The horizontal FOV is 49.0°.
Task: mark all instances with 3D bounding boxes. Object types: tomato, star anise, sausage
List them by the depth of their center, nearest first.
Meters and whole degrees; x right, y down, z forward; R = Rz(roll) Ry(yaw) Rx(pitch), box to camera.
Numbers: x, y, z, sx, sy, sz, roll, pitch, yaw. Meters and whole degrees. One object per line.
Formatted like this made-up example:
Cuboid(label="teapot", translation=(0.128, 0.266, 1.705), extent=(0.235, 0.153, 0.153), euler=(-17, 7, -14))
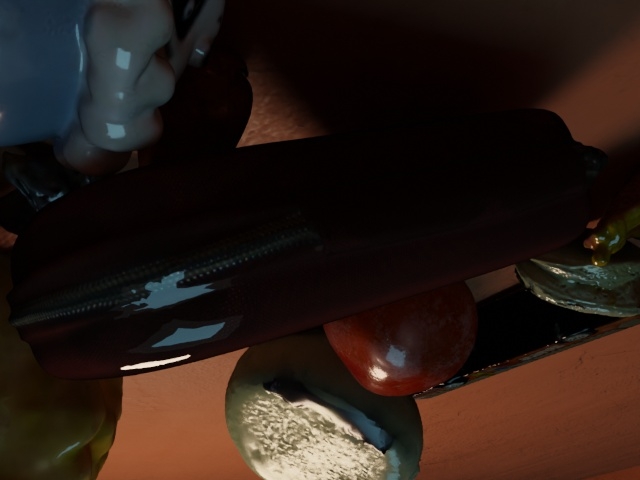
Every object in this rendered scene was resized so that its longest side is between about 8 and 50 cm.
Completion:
Cuboid(label="sausage", translation=(-0.092, -0.081, 0.504), extent=(0.076, 0.076, 0.141), euler=(7, 152, -22))
Cuboid(label="star anise", translation=(-0.207, -0.015, 0.627), extent=(0.171, 0.063, 0.208), euler=(-10, 153, 18))
Cuboid(label="tomato", translation=(0.081, 0.094, 0.794), extent=(0.187, 0.152, 0.187), euler=(1, 154, 1))

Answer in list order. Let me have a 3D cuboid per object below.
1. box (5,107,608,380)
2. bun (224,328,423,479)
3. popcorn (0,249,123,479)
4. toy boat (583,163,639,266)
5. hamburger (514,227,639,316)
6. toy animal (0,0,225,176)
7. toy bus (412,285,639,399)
Cuboid(label="box", translation=(0.000, 0.000, 0.486), extent=(0.403, 0.108, 0.263), euler=(-13, 176, -33))
Cuboid(label="bun", translation=(0.014, 0.240, 1.019), extent=(0.293, 0.187, 0.293), euler=(13, 125, 19))
Cuboid(label="popcorn", translation=(-0.324, 0.089, 0.542), extent=(0.348, 0.349, 0.382), euler=(6, 126, -20))
Cuboid(label="toy boat", translation=(0.390, -0.032, 0.656), extent=(0.317, 0.099, 0.141), euler=(-4, 156, -7))
Cuboid(label="hamburger", translation=(0.260, 0.025, 0.709), extent=(0.133, 0.140, 0.063), euler=(1, 108, -15))
Cuboid(label="toy animal", translation=(-0.147, -0.119, 0.337), extent=(0.204, 0.156, 0.208), euler=(13, 152, -24))
Cuboid(label="toy bus", translation=(0.247, 0.128, 0.949), extent=(0.092, 0.093, 0.408), euler=(6, 153, -37))
